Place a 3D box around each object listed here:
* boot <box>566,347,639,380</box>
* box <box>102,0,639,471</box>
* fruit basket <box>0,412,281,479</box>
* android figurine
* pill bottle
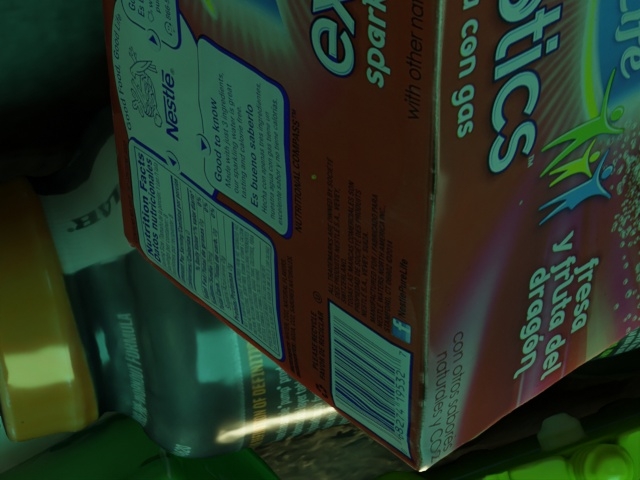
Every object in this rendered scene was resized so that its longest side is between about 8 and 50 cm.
[{"bbox_3d":[0.187,-0.026,0.740,0.189,0.076,0.208,-15,143,-7],"label":"boot"},{"bbox_3d":[0.027,-0.091,0.427,0.122,0.128,0.257,-29,136,-31],"label":"box"},{"bbox_3d":[-0.140,0.223,0.760,0.353,0.165,0.327,-37,116,15],"label":"fruit basket"},{"bbox_3d":[0.132,0.099,0.805,0.248,0.056,0.273,-19,173,-4],"label":"android figurine"},{"bbox_3d":[0.000,0.000,0.616,0.245,0.130,0.130,-13,145,-13],"label":"pill bottle"}]
